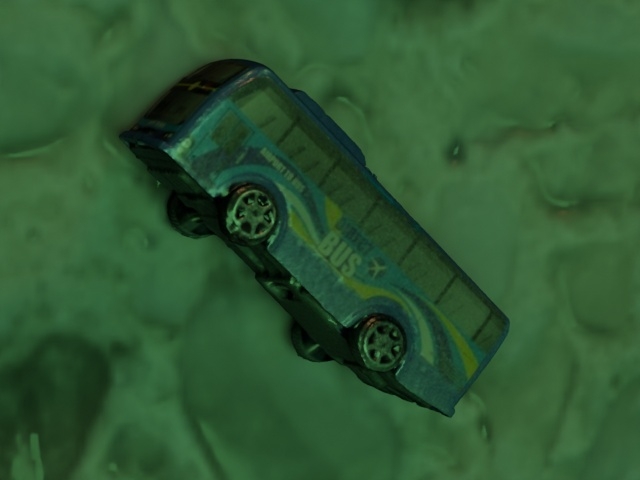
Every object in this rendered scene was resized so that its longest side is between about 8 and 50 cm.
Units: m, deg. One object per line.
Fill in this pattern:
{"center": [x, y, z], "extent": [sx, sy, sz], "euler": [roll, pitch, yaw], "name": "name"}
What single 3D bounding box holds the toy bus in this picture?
{"center": [0.000, 0.000, 0.683], "extent": [0.153, 0.051, 0.061], "euler": [46, 75, -24], "name": "toy bus"}
